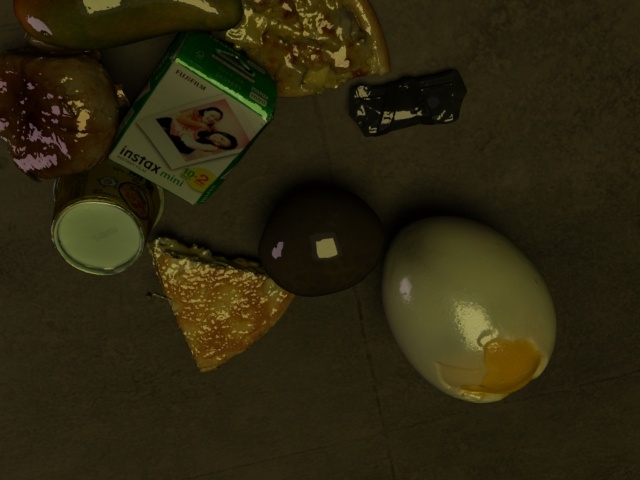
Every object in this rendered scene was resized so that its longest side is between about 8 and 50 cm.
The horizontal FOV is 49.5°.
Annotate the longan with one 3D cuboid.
[{"bbox_3d":[0.000,0.000,1.171,0.212,0.198,0.198,-16,122,19],"label":"longan"}]

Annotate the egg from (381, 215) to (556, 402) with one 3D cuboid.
[{"bbox_3d":[0.250,0.108,1.214,0.283,0.283,0.345,-31,112,10],"label":"egg"}]

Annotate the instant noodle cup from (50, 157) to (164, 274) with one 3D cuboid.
[{"bbox_3d":[-0.348,-0.037,1.117,0.182,0.144,0.182,-4,121,-7],"label":"instant noodle cup"}]

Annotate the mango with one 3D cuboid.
[{"bbox_3d":[-0.254,-0.325,0.915,0.289,0.146,0.129,-10,135,-14],"label":"mango"}]

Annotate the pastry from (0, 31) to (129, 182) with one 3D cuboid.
[{"bbox_3d":[-0.388,-0.191,1.006,0.218,0.100,0.229,30,123,17],"label":"pastry"}]

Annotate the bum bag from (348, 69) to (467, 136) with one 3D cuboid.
[{"bbox_3d":[0.143,-0.224,1.141,0.197,0.049,0.087,-11,97,-2],"label":"bum bag"}]

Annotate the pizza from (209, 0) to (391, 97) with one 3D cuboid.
[{"bbox_3d":[-0.041,-0.322,1.035,0.223,0.089,0.323,-40,117,11],"label":"pizza"}]

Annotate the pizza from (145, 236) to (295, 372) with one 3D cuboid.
[{"bbox_3d":[-0.193,0.079,1.255,0.280,0.075,0.288,-37,117,8],"label":"pizza"}]

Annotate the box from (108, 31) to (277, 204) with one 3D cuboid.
[{"bbox_3d":[-0.193,-0.180,1.044,0.180,0.103,0.250,30,131,-21],"label":"box"}]
